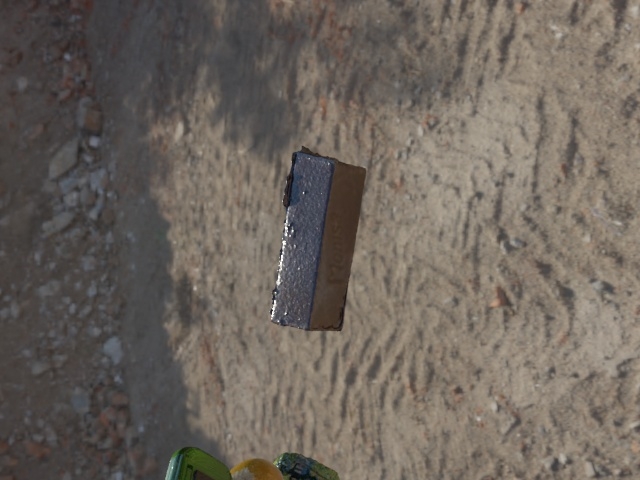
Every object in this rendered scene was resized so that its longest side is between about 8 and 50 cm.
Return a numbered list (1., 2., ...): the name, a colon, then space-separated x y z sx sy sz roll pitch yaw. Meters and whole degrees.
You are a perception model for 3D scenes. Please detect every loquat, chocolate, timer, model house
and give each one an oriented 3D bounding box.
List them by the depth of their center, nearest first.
1. chocolate: 0.000 0.000 1.247 0.112 0.112 0.321 12 94 53
2. timer: -0.222 0.456 1.321 0.047 0.140 0.128 -35 28 27
3. loquat: -0.134 0.512 1.432 0.141 0.141 0.141 -3 87 60
4. model house: -0.073 0.739 1.998 0.170 0.194 0.211 -53 9 37
